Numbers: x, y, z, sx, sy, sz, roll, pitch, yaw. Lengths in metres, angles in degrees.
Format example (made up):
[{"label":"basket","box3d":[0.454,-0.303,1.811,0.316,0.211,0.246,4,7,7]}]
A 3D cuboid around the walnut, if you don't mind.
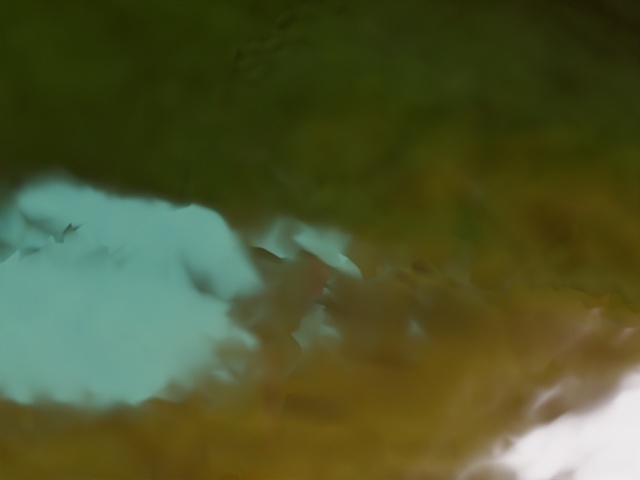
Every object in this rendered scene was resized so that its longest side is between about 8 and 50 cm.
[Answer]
[{"label":"walnut","box3d":[0.000,0.000,0.461,0.336,0.209,0.209,9,117,12]}]
